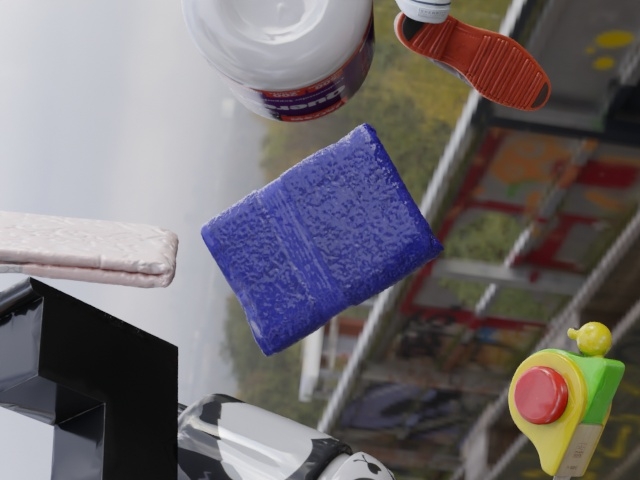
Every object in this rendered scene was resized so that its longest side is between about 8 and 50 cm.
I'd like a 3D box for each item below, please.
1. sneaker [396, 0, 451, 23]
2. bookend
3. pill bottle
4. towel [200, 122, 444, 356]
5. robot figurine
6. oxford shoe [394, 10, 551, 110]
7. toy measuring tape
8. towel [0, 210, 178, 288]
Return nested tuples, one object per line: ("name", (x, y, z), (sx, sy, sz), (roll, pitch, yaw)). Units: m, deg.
("sneaker", (0.135, -0.398, 1.759), (0.258, 0.094, 0.091), (-123, 40, -56))
("bookend", (-0.185, 0.133, 0.905), (0.072, 0.156, 0.157), (-26, 52, 30))
("pill bottle", (-0.033, -0.223, 1.262), (0.323, 0.181, 0.181), (37, -120, -85))
("towel", (0.000, 0.000, 1.742), (0.227, 0.308, 0.076), (62, -164, 12))
("robot figurine", (-0.057, 0.242, 1.112), (0.209, 0.278, 0.173), (-58, -23, -31))
("oxford shoe", (0.239, -0.292, 1.895), (0.097, 0.271, 0.098), (-58, 9, 7))
("toy measuring tape", (0.263, 0.245, 1.452), (0.121, 0.121, 0.330), (-114, 44, -77))
("towel", (-0.382, 0.014, 1.883), (0.332, 0.317, 0.053), (-118, 34, -78))
